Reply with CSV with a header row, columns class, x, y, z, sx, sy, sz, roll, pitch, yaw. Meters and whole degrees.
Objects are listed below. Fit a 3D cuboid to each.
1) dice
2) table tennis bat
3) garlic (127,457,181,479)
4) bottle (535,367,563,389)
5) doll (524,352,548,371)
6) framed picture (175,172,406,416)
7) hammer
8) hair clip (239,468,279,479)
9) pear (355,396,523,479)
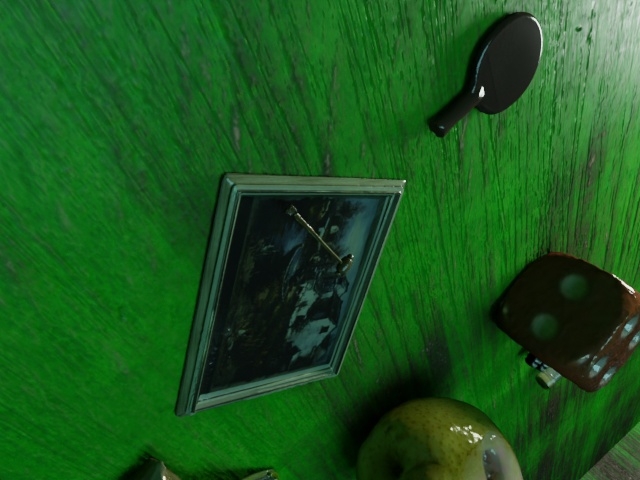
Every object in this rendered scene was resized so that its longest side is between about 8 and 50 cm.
class,x,y,z,sx,sy,sz,roll,pitch,yaw
dice,0.422,0.131,0.853,0.174,0.175,0.179,30,100,-45
table tennis bat,0.214,-0.152,0.528,0.170,0.119,0.107,-43,136,-7
garlic,-0.183,0.339,0.599,0.101,0.087,0.195,-44,137,-26
bottle,0.587,0.237,1.128,0.270,0.083,0.083,-32,135,-10
doll,0.489,0.166,1.010,0.091,0.067,0.219,29,99,-26
framed picture,-0.028,0.067,0.567,0.233,0.019,0.296,-4,122,-36
hammer,0.000,0.000,0.516,0.029,0.014,0.123,-52,137,-7
hair clip,-0.105,0.340,0.657,0.188,0.033,0.060,8,82,-69
pear,0.182,0.373,0.787,0.271,0.271,0.271,-20,130,-26
